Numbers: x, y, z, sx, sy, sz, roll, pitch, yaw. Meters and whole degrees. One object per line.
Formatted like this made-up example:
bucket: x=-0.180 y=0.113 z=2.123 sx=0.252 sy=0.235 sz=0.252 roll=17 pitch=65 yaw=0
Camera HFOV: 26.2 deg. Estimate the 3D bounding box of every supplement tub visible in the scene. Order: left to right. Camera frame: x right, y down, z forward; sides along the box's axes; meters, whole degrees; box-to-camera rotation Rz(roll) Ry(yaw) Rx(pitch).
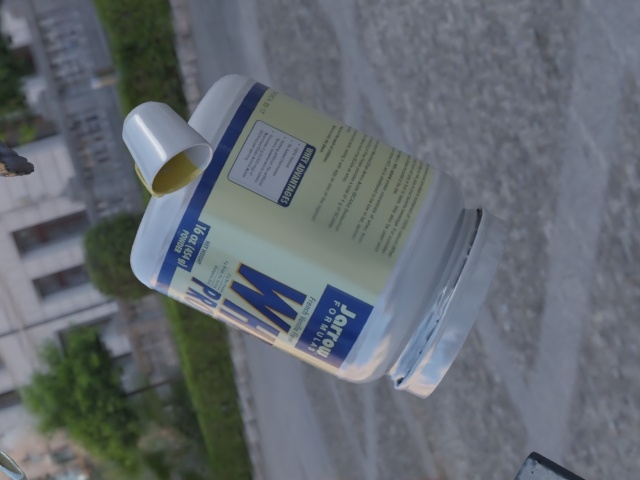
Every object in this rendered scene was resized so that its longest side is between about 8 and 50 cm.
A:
supplement tub: x=0.000 y=0.000 z=1.378 sx=0.235 sy=0.325 sz=0.235 roll=-154 pitch=90 yaw=-89

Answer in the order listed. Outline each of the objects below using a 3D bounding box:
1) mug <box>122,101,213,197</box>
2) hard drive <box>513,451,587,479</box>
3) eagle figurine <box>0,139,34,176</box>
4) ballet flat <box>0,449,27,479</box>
mug: x=-0.137 y=-0.076 z=1.147 sx=0.064 sy=0.078 sz=0.062 roll=51 pitch=-160 yaw=19
hard drive: x=0.163 y=0.201 z=0.851 sx=0.135 sy=0.094 sz=0.022 roll=27 pitch=173 yaw=42
eagle figurine: x=-0.445 y=-0.114 z=1.484 sx=0.226 sy=0.225 sz=0.298 roll=25 pitch=152 yaw=9
ballet flat: x=-0.183 y=0.149 z=0.764 sx=0.168 sy=0.052 sz=0.057 roll=39 pitch=146 yaw=49
